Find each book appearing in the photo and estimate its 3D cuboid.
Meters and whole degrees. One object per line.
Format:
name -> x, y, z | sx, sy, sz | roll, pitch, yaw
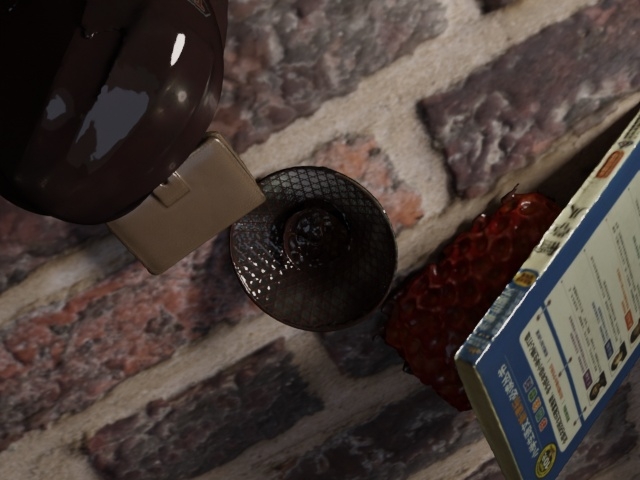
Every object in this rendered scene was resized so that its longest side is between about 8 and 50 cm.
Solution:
book -> 0.321, 0.074, 1.541 | 0.428, 0.039, 0.300 | -49, 138, -23

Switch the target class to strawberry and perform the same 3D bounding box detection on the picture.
strawberry -> 0.241, 0.102, 1.603 | 0.253, 0.150, 0.280 | 29, 114, -40

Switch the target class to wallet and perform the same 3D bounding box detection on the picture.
wallet -> -0.146, -0.041, 1.377 | 0.153, 0.038, 0.118 | -32, 130, 3

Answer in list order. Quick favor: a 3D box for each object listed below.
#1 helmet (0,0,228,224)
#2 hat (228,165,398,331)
helmet -> -0.195, -0.140, 1.181 | 0.225, 0.177, 0.305 | 28, 114, -36
hat -> 0.000, 0.000, 1.456 | 0.193, 0.082, 0.193 | 5, 109, 14
